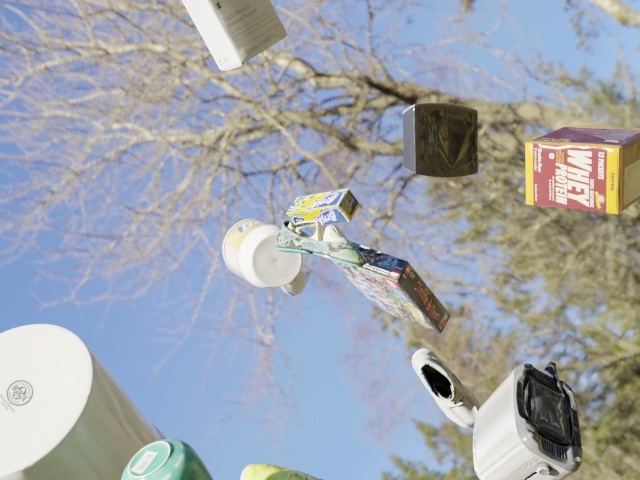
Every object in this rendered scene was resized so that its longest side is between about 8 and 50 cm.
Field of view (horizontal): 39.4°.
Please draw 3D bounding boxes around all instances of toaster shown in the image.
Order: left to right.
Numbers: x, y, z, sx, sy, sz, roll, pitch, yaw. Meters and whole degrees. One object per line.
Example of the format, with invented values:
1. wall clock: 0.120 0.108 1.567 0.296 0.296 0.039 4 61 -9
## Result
1. toaster: 0.329 0.308 1.446 0.146 0.129 0.227 -54 15 34

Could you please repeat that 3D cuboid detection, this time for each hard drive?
1. hard drive: 0.280 -0.233 2.087 0.255 0.054 0.172 -5 -85 -47

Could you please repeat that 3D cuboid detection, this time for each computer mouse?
1. computer mouse: -0.085 0.082 2.214 0.193 0.042 0.106 39 -105 -46

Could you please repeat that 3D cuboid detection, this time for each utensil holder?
1. utensil holder: -0.478 0.382 1.648 0.327 0.327 0.385 -43 -38 -21

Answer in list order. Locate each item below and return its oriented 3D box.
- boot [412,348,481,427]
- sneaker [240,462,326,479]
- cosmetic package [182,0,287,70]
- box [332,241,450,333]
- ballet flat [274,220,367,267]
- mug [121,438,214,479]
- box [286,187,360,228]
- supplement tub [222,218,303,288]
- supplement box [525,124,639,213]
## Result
1. boot: 0.328 0.397 2.294 0.095 0.258 0.123 -42 6 8
2. sneaker: -0.007 0.614 2.133 0.145 0.385 0.147 -60 -12 -48
3. cosmetic package: -0.167 -0.422 1.531 0.117 0.085 0.231 -39 -69 -28
4. box: 0.130 0.085 1.664 0.044 0.159 0.233 -59 -38 -13
5. ballet flat: 0.000 0.000 1.510 0.070 0.188 0.070 -20 -65 -51
6. mug: -0.239 0.375 1.367 0.129 0.158 0.097 -28 -65 -3
7. box: 0.005 -0.071 2.043 0.054 0.169 0.059 52 -129 -28
8. supplement tub: -0.131 0.030 2.034 0.144 0.200 0.144 -3 -81 -22
9. supplement box: 0.539 -0.147 1.786 0.194 0.191 0.129 -24 -65 -47
